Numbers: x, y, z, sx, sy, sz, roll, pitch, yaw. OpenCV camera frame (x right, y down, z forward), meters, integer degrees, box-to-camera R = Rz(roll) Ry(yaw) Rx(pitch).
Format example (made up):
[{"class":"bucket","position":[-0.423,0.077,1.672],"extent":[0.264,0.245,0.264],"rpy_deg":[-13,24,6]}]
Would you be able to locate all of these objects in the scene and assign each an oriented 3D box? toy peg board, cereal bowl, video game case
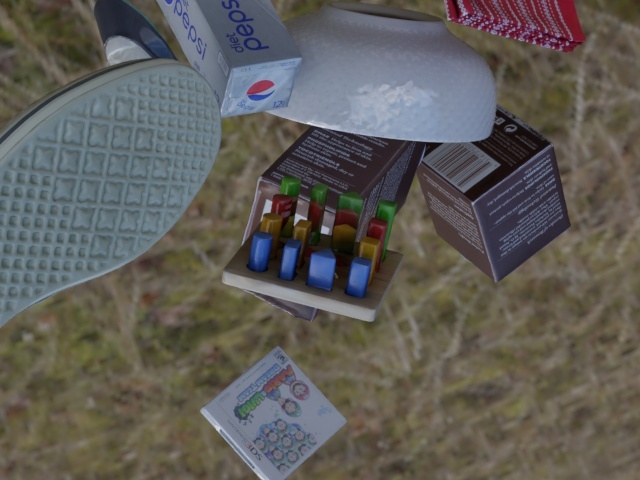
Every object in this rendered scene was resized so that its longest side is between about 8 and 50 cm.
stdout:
[{"class":"toy peg board","position":[0.000,0.000,1.566],"extent":[0.160,0.161,0.079],"rpy_deg":[-56,158,-66]},{"class":"cereal bowl","position":[0.072,-0.233,1.988],"extent":[0.339,0.141,0.339],"rpy_deg":[7,-166,-2]},{"class":"video game case","position":[-0.061,0.236,2.036],"extent":[0.157,0.143,0.019],"rpy_deg":[-38,172,-38]}]

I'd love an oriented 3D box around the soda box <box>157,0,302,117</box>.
[{"class":"soda box","position":[-0.127,-0.286,1.862],"extent":[0.098,0.286,0.091],"rpy_deg":[-12,145,-25]}]

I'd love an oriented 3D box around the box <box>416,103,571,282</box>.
[{"class":"box","position":[0.275,-0.081,2.426],"extent":[0.167,0.168,0.203],"rpy_deg":[-37,138,-13]}]

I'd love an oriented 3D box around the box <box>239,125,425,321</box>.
[{"class":"box","position":[0.026,-0.072,2.168],"extent":[0.381,0.143,0.191],"rpy_deg":[-47,159,-53]}]

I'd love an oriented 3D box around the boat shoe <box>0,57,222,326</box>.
[{"class":"boat shoe","position":[-0.302,-0.011,1.382],"extent":[0.500,0.156,0.186],"rpy_deg":[-41,125,-22]}]

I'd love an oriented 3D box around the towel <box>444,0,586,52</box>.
[{"class":"towel","position":[0.220,-0.334,1.799],"extent":[0.031,0.198,0.275],"rpy_deg":[-19,166,37]}]

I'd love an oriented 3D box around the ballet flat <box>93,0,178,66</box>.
[{"class":"ballet flat","position":[-0.188,-0.181,1.685],"extent":[0.074,0.203,0.074],"rpy_deg":[-34,-159,15]}]
